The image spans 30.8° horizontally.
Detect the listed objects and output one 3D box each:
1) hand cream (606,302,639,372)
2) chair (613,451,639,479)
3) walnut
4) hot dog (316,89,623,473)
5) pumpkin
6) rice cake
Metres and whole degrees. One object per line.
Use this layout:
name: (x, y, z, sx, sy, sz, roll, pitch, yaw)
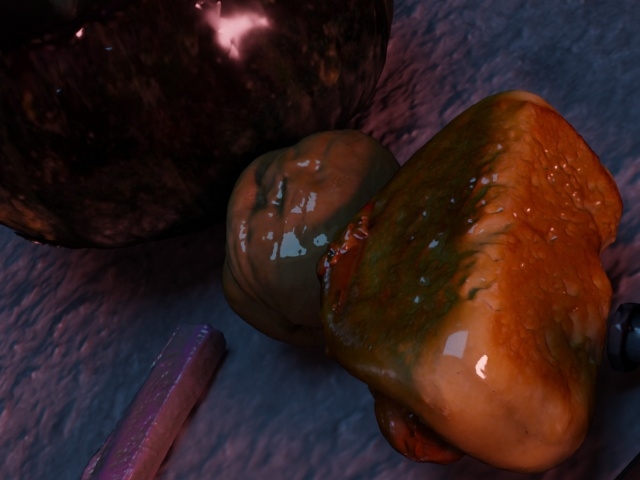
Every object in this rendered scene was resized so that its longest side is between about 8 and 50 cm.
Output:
hand cream: (0.290, 0.073, 0.626, 0.271, 0.058, 0.091, 9, 65, 37)
chair: (0.256, 0.087, 0.521, 0.260, 0.154, 0.141, -48, 57, 13)
walnut: (0.000, 0.000, 0.851, 0.166, 0.149, 0.166, -55, 15, 23)
hot dog: (0.088, 0.033, 0.718, 0.153, 0.150, 0.256, -30, 28, 40)
pumpkin: (-0.161, -0.195, 1.015, 0.454, 0.344, 0.454, -7, 42, 6)
rice cake: (-0.130, 0.147, 0.860, 0.047, 0.036, 0.206, -8, 42, 44)
